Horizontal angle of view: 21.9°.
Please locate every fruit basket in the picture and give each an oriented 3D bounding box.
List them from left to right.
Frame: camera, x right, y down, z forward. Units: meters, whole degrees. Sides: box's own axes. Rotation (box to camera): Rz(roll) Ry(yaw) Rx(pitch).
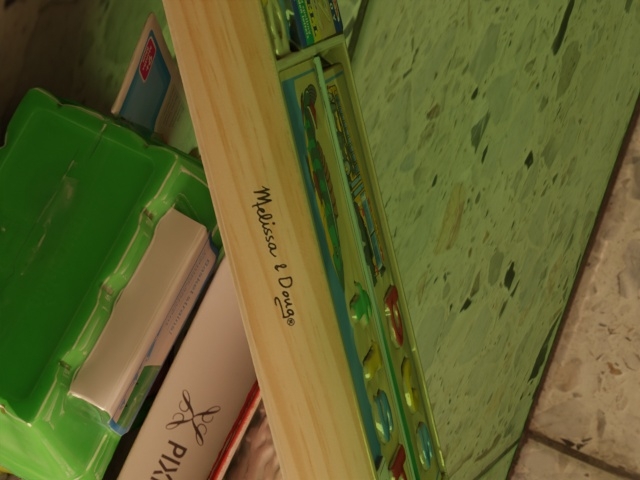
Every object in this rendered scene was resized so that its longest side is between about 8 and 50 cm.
[{"bbox_3d":[-0.145,0.055,1.127,0.327,0.165,0.353,-62,163,-13],"label":"fruit basket"}]

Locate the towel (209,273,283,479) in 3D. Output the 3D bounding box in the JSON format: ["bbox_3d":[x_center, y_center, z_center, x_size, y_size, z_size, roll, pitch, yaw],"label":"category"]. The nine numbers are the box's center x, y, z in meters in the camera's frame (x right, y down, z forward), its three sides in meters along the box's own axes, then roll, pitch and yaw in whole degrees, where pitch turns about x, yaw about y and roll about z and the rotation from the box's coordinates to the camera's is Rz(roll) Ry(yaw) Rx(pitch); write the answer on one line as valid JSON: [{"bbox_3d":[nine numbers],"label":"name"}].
[{"bbox_3d":[-0.065,0.165,1.304,0.332,0.053,0.317,-9,-117,69],"label":"towel"}]

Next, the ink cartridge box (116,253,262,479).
[{"bbox_3d":[-0.093,0.145,1.098,0.296,0.066,0.261,-64,179,15],"label":"ink cartridge box"}]

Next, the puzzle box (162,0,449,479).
[{"bbox_3d":[0.000,0.000,0.976,0.272,0.052,0.408,-54,131,-77],"label":"puzzle box"}]
